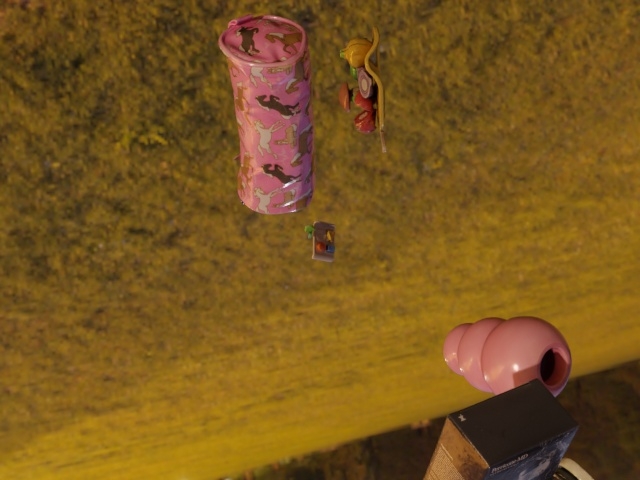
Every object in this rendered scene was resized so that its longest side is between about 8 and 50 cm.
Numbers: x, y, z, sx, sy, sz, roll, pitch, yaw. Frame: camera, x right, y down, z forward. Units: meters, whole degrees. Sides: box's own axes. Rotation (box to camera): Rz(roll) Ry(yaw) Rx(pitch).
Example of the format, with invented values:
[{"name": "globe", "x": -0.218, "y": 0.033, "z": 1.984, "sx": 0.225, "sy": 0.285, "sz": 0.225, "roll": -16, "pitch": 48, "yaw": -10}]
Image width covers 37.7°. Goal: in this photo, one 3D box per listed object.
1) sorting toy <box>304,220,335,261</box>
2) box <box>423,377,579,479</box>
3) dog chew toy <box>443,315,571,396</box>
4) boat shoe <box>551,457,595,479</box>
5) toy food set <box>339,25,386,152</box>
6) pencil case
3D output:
[{"name": "sorting toy", "x": 0.000, "y": 0.000, "z": 1.492, "sx": 0.012, "sy": 0.062, "sz": 0.083, "roll": 1, "pitch": 173, "yaw": 35}, {"name": "box", "x": 0.238, "y": 0.287, "z": 1.253, "sx": 0.156, "sy": 0.093, "sz": 0.158, "roll": -16, "pitch": 138, "yaw": -27}, {"name": "dog chew toy", "x": 0.417, "y": 0.268, "z": 2.183, "sx": 0.207, "sy": 0.206, "sz": 0.332, "roll": -4, "pitch": -175, "yaw": -34}, {"name": "boat shoe", "x": 0.480, "y": 0.528, "z": 1.549, "sx": 0.113, "sy": 0.340, "sz": 0.127, "roll": -36, "pitch": 172, "yaw": -12}, {"name": "toy food set", "x": 0.065, "y": -0.242, "z": 1.510, "sx": 0.071, "sy": 0.128, "sz": 0.217, "roll": -5, "pitch": 140, "yaw": 2}, {"name": "pencil case", "x": -0.091, "y": -0.225, "z": 1.720, "sx": 0.167, "sy": 0.160, "sz": 0.386, "roll": 7, "pitch": 138, "yaw": 6}]
